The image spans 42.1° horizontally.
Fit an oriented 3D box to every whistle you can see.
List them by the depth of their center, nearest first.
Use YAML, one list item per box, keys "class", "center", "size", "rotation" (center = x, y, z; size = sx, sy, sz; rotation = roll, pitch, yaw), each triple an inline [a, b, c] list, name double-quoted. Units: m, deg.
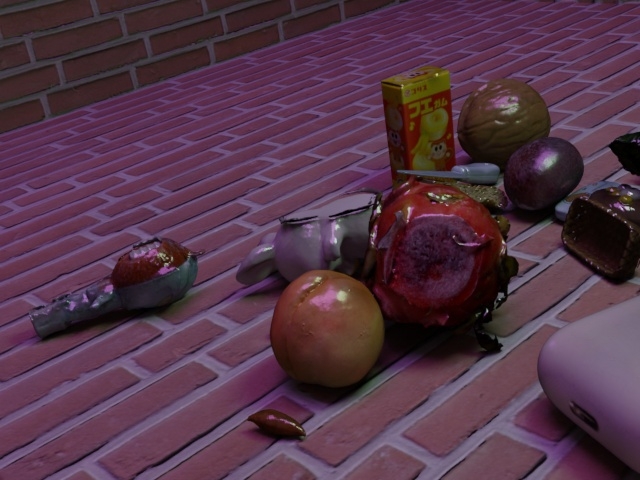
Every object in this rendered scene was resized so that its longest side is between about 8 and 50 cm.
- class: "whistle"
  center: [-0.380, 0.087, 1.588]
  size: [0.346, 0.133, 0.142]
  rotation: [-23, 36, -10]

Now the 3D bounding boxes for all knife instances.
- class: "knife"
  center: [0.294, -0.145, 1.825]
  size: [0.080, 0.044, 0.331]
  rotation: [21, 18, 40]

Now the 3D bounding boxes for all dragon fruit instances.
- class: "dragon fruit"
  center: [0.195, 0.026, 1.395]
  size: [0.269, 0.250, 0.291]
  rotation: [14, 2, 8]

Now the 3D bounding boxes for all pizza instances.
- class: "pizza"
  center: [0.273, -0.092, 1.812]
  size: [0.188, 0.080, 0.204]
  rotation: [5, 7, -28]

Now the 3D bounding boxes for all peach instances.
- class: "peach"
  center: [0.010, 0.134, 1.291]
  size: [0.184, 0.184, 0.184]
  rotation: [-7, 25, 3]

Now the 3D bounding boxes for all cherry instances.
- class: "cherry"
  center: [0.458, -0.136, 1.742]
  size: [0.176, 0.140, 0.176]
  rotation: [-29, 4, 2]

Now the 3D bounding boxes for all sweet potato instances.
- class: "sweet potato"
  center: [-0.061, 0.265, 1.202]
  size: [0.095, 0.034, 0.034]
  rotation: [13, 32, 21]

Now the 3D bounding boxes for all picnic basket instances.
- class: "picnic basket"
  center: [0.515, -0.008, 1.508]
  size: [0.055, 0.110, 0.193]
  rotation: [8, 20, -18]

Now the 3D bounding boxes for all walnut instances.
- class: "walnut"
  center: [0.434, -0.277, 1.993]
  size: [0.228, 0.228, 0.228]
  rotation: [-7, 25, 3]

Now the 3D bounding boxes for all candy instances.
- class: "candy"
  center: [0.228, -0.245, 1.903]
  size: [0.146, 0.276, 0.088]
  rotation: [-23, 29, -24]

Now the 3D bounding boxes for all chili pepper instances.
- class: "chili pepper"
  center: [0.660, -0.115, 1.536]
  size: [0.148, 0.116, 0.264]
  rotation: [-12, 57, -45]

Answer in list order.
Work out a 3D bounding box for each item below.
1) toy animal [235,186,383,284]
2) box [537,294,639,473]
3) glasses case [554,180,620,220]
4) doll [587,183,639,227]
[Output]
- class: "toy animal"
  center: [0.003, 0.002, 1.604]
  size: [0.325, 0.154, 0.208]
  rotation: [-7, 18, 15]
- class: "box"
  center: [0.487, 0.170, 1.092]
  size: [0.349, 0.141, 0.289]
  rotation: [-18, 25, -17]
- class: "glasses case"
  center: [0.555, -0.081, 1.715]
  size: [0.178, 0.045, 0.067]
  rotation: [-26, 29, -32]
- class: "doll"
  center: [0.607, -0.066, 1.619]
  size: [0.188, 0.096, 0.145]
  rotation: [-13, 31, -32]
